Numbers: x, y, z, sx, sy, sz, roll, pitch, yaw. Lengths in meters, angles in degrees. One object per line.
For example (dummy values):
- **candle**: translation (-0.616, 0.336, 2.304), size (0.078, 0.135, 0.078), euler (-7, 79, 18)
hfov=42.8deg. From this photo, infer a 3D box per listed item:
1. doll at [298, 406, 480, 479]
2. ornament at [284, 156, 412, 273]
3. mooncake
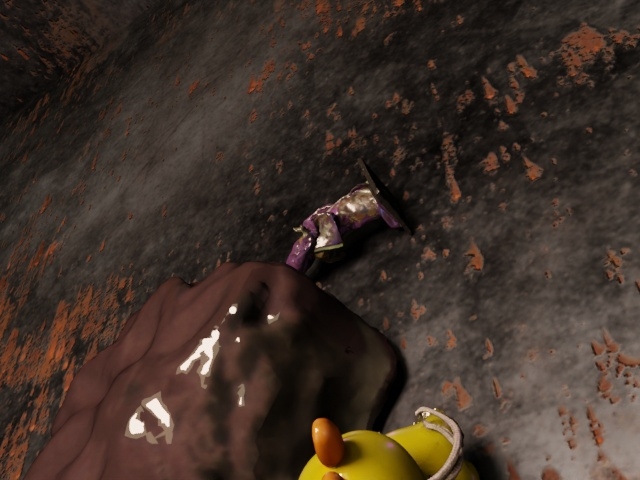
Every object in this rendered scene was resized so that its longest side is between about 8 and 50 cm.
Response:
- **doll**: translation (0.047, 0.190, 0.589), size (0.135, 0.221, 0.143), euler (-22, 77, 13)
- **ornament**: translation (0.001, -0.007, 0.977), size (0.203, 0.088, 0.081), euler (-34, 34, 19)
- **mooncake**: translation (-0.123, 0.204, 0.787), size (0.350, 0.212, 0.381), euler (-30, 34, 31)
